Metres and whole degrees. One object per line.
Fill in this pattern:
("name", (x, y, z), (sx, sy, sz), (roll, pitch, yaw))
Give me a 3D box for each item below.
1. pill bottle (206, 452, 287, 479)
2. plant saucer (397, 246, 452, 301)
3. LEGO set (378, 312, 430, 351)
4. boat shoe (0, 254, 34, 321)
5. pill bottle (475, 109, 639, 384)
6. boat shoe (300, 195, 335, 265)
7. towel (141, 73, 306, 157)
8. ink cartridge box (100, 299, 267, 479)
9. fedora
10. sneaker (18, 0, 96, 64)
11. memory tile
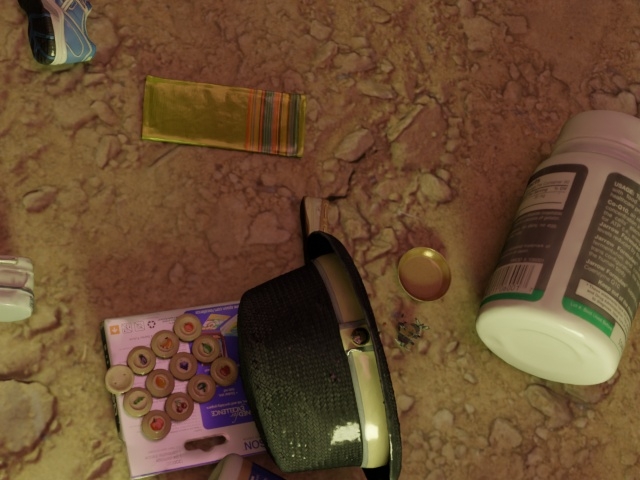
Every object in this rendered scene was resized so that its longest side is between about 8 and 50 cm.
("pill bottle", (-0.032, 0.382, 1.269), (0.265, 0.153, 0.153), (30, 66, -6))
("plant saucer", (0.149, 0.051, 1.516), (0.083, 0.015, 0.083), (5, 70, -14))
("LEGO set", (0.111, 0.130, 1.477), (0.083, 0.023, 0.054), (10, 66, 1))
("boat shoe", (-0.487, 0.041, 1.286), (0.267, 0.096, 0.088), (5, 66, -16))
("pill bottle", (0.372, 0.005, 1.496), (0.204, 0.204, 0.361), (29, 66, -5))
("boat shoe", (0.000, 0.000, 1.470), (0.045, 0.050, 0.135), (-1, 72, -12))
("towel", (-0.136, -0.179, 1.508), (0.237, 0.021, 0.102), (5, 69, -15))
("ink cartridge box", (-0.166, 0.190, 1.355), (0.206, 0.045, 0.208), (-7, 72, -19))
("fedora", (-0.017, 0.161, 1.283), (0.152, 0.334, 0.334), (-12, 75, -10))
("sneaker", (-0.372, -0.337, 1.473), (0.081, 0.080, 0.211), (0, 71, -40))
("memory tile", (-0.187, 0.170, 1.325), (0.148, 0.012, 0.113), (-37, 84, -23))
